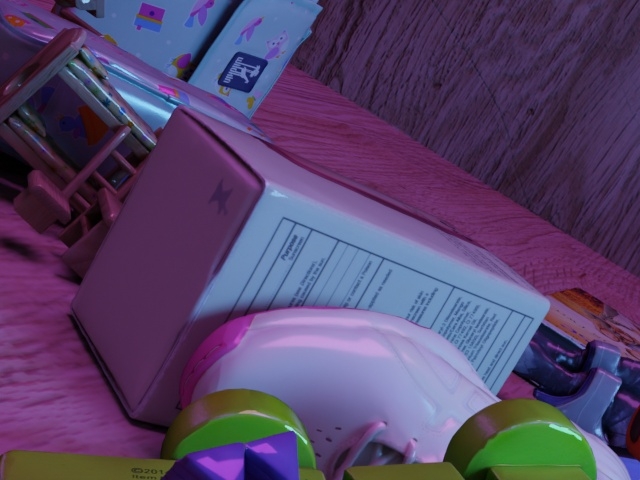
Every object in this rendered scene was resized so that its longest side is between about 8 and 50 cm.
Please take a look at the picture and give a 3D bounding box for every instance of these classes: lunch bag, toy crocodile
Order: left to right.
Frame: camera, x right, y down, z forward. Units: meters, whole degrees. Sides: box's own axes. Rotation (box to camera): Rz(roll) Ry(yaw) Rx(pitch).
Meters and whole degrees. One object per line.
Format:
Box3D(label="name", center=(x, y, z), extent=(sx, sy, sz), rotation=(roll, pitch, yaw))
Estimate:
Box3D(label="lunch bag", center=(-0.176, -0.104, 1.020), extent=(0.279, 0.108, 0.224), rotation=(25, 7, -30))
Box3D(label="lunch bag", center=(-0.156, -0.238, 1.359), extent=(0.262, 0.223, 0.160), rotation=(27, 17, -23))
Box3D(label="toy crocodile", center=(0.028, 0.131, 0.478), extent=(0.341, 0.105, 0.115), rotation=(5, 18, -17))

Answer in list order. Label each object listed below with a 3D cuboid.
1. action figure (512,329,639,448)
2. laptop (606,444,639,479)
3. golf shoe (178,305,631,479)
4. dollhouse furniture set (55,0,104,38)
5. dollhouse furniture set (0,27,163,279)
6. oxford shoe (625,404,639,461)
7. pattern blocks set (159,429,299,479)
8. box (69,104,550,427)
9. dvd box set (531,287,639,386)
Box3D(label="action figure", center=(0.153, 0.083, 1.050), extent=(0.285, 0.099, 0.185), rotation=(33, 10, 8))
Box3D(label="laptop", center=(0.303, 0.180, 0.760), extent=(0.234, 0.136, 0.264), rotation=(11, -23, -11))
Box3D(label="golf shoe", center=(0.071, 0.130, 0.627), extent=(0.306, 0.115, 0.140), rotation=(25, 17, -24))
Box3D(label="dollhouse furniture set", center=(-0.299, -0.226, 1.167), extent=(0.151, 0.144, 0.123), rotation=(-5, 24, -27))
Box3D(label="dollhouse furniture set", center=(-0.180, -0.085, 0.802), extent=(0.182, 0.101, 0.161), rotation=(47, 3, -26))
Box3D(label="oxford shoe", center=(0.302, 0.144, 0.712), extent=(0.098, 0.097, 0.271), rotation=(46, -21, -29))
Box3D(label="pattern blocks set", center=(0.057, 0.186, 0.302), extent=(0.325, 0.026, 0.285), rotation=(48, 37, 13))
Box3D(label="box", center=(-0.005, 0.040, 0.726), extent=(0.232, 0.148, 0.127), rotation=(22, 13, -36))
Box3D(label="dvd box set", center=(0.369, 0.162, 1.356), extent=(0.308, 0.062, 0.420), rotation=(34, 12, 18))
